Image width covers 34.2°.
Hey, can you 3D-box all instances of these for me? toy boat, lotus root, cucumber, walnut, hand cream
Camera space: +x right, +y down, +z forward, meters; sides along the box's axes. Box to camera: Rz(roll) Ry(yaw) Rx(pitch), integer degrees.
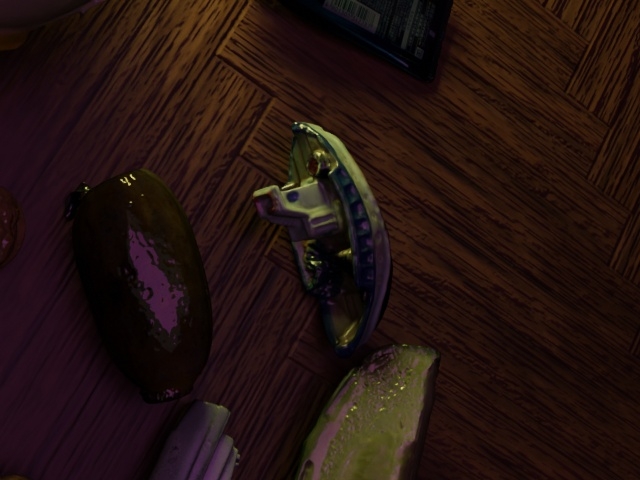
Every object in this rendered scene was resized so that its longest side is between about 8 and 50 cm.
[{"bbox_3d":[0.000,0.000,1.146,0.115,0.114,0.262,-25,97,-37],"label":"toy boat"},{"bbox_3d":[-0.177,0.043,1.062,0.123,0.124,0.241,-19,90,-14],"label":"lotus root"},{"bbox_3d":[-0.151,0.292,1.065,0.085,0.078,0.260,25,72,-4],"label":"toy boat"},{"bbox_3d":[0.044,0.269,1.144,0.145,0.105,0.325,16,75,7],"label":"cucumber"},{"bbox_3d":[-0.333,-0.011,1.026,0.082,0.079,0.096,1,83,-22],"label":"walnut"},{"bbox_3d":[0.042,-0.291,1.243,0.270,0.061,0.120,19,77,-25],"label":"hand cream"}]

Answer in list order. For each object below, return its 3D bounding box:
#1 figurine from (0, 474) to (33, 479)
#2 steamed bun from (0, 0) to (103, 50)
[{"bbox_3d":[-0.263,0.304,0.975,0.246,0.131,0.156,23,117,3],"label":"figurine"},{"bbox_3d":[-0.302,-0.362,0.962,0.374,0.334,0.334,-40,99,-24],"label":"steamed bun"}]
